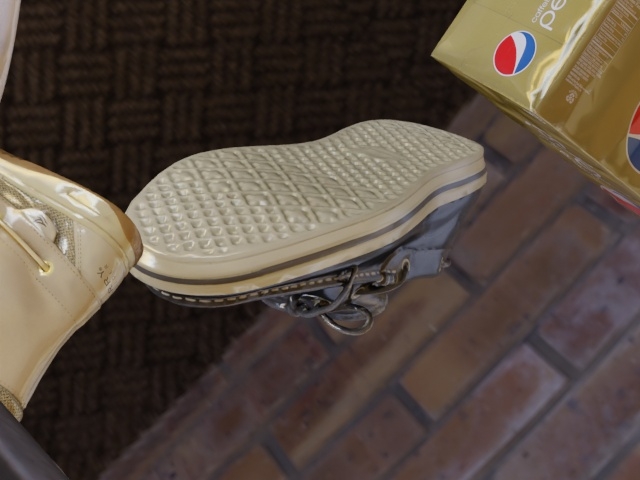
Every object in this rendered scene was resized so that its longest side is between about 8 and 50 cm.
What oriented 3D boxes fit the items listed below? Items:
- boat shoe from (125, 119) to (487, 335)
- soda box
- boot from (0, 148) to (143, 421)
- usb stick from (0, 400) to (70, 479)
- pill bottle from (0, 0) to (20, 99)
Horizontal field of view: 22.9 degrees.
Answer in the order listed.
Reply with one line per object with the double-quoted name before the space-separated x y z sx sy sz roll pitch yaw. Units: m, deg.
"boat shoe" 0.000 0.000 1.398 0.500 0.186 0.156 -20 127 -60
"soda box" 0.125 -0.045 0.604 0.181 0.061 0.058 32 94 -43
"boot" -0.279 0.025 1.067 0.203 0.262 0.095 -60 167 -29
"usb stick" -0.084 0.081 0.437 0.045 0.278 0.077 -33 128 -19
"pill bottle" -0.499 -0.248 1.553 0.392 0.224 0.224 10 109 -16
